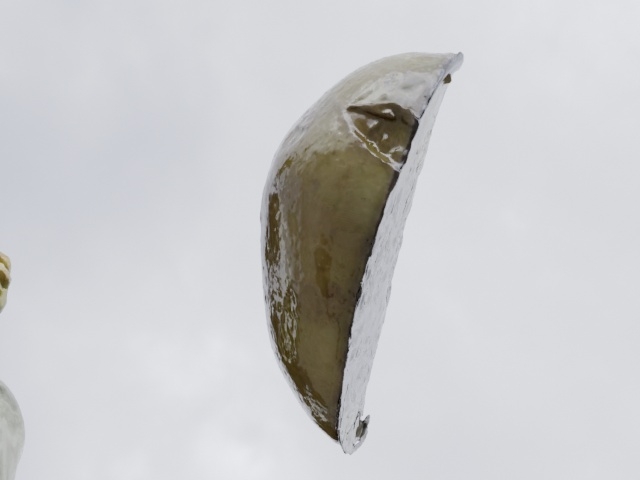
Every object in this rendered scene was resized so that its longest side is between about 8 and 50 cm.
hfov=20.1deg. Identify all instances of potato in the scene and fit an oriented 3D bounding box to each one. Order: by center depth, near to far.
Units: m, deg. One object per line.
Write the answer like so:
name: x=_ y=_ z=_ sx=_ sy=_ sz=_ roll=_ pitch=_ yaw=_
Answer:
potato: x=-0.003 y=0.002 z=1.087 sx=0.100 sy=0.120 sz=0.261 roll=18 pitch=-76 yaw=15

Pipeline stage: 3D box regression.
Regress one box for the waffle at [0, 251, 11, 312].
waffle: x=-0.345 y=0.000 z=1.453 sx=0.211 sy=0.160 sz=0.055 roll=30 pitch=-76 yaw=4

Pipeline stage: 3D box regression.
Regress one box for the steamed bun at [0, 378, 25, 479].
steamed bun: x=-0.441 y=0.266 z=1.615 sx=0.247 sy=0.236 sz=0.384 roll=1 pitch=-111 yaw=39
